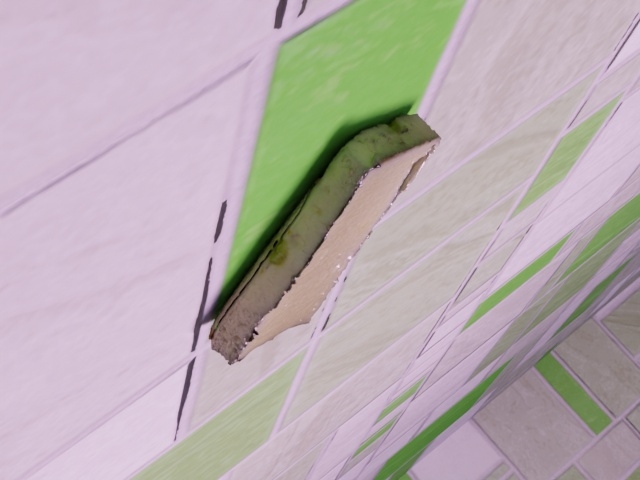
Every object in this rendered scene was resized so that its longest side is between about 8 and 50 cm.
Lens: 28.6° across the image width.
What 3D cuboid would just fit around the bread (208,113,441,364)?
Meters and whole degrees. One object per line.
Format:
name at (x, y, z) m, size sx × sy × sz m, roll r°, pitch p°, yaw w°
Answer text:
bread at (0.000, 0.000, 0.625) m, size 0.068 × 0.028 × 0.154 m, roll -25°, pitch 158°, yaw -48°
